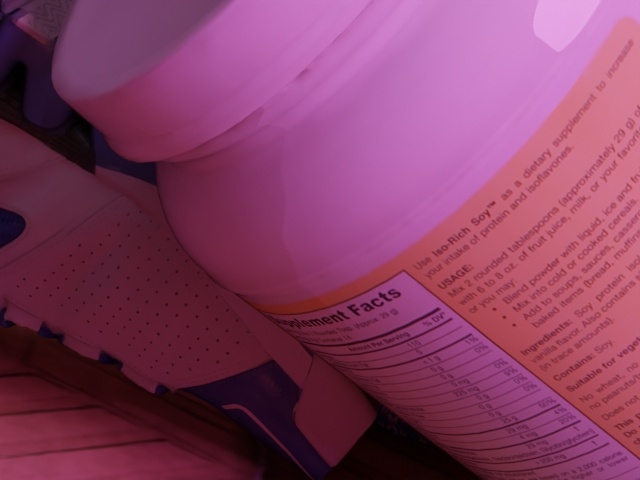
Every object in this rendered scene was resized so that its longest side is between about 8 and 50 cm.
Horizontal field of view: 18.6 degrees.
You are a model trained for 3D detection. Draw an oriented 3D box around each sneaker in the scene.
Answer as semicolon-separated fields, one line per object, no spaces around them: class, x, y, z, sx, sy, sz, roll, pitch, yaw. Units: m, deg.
sneaker;-0.122;0.001;0.868;0.315;0.182;0.127;44;21;-1

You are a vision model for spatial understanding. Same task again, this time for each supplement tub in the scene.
supplement tub;0.089;-0.035;0.746;0.331;0.241;0.241;39;13;-23

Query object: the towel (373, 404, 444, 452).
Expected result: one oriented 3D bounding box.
towel;0.000;0.000;1.035;0.336;0.040;0.243;26;27;30
